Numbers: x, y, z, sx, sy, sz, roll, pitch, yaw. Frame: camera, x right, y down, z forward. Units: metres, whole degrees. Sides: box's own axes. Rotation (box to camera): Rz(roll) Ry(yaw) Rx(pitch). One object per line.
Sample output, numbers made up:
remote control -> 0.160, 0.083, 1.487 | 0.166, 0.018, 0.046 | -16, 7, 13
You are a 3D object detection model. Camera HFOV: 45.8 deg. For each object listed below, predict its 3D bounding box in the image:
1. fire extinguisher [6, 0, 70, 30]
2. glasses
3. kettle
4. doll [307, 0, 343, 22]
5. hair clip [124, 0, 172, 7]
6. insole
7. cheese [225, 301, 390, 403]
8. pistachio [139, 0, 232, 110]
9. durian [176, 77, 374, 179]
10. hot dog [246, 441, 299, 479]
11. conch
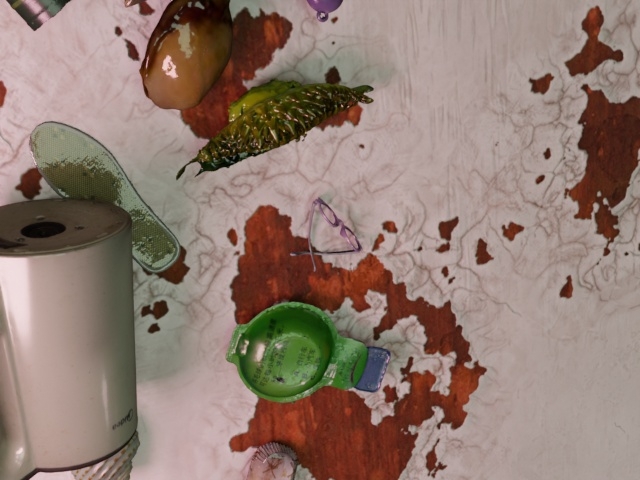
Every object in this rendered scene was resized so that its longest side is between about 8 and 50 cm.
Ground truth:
fire extinguisher -> -0.467, -0.435, 1.041 | 0.118, 0.093, 0.294 | -47, 117, -15
glasses -> 0.000, 0.000, 1.397 | 0.104, 0.062, 0.140 | -36, 118, 19
kettle -> -0.427, 0.165, 1.131 | 0.250, 0.361, 0.376 | 9, 113, 19
doll -> 0.012, -0.456, 1.225 | 0.110, 0.067, 0.205 | 5, 93, -29
hair clip -> -0.168, -0.427, 1.164 | 0.292, 0.084, 0.106 | -23, 109, -17
insole -> -0.351, -0.068, 1.254 | 0.109, 0.007, 0.322 | -40, 116, -3
cheese -> -0.020, 0.222, 1.433 | 0.320, 0.083, 0.203 | 14, 100, -22
pistachio -> -0.204, -0.297, 1.162 | 0.165, 0.130, 0.210 | -19, 146, -58
durian -> -0.080, -0.202, 1.244 | 0.375, 0.132, 0.106 | -24, 127, -17
hot dog -> -0.106, 0.494, 1.509 | 0.108, 0.059, 0.191 | 14, 101, -22
conch -> -0.383, 0.372, 1.344 | 0.135, 0.102, 0.153 | -38, 117, -21
